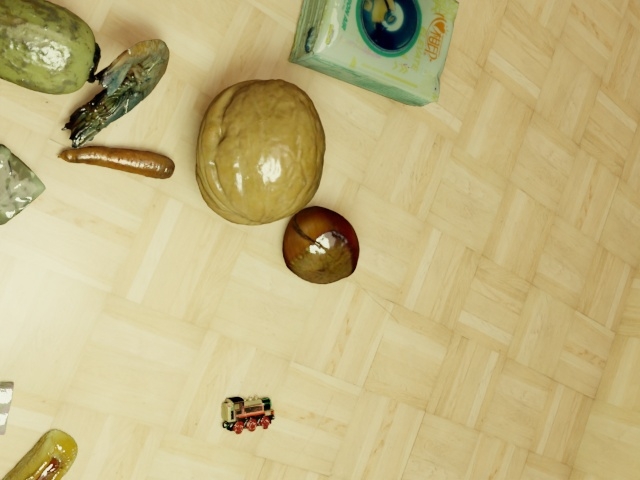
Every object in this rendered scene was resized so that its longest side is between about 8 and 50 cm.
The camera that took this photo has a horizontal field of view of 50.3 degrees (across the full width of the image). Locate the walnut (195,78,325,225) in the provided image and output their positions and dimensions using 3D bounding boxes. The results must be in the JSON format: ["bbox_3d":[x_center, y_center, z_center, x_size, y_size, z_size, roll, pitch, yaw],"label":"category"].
[{"bbox_3d":[-0.130,-0.197,1.494,0.333,0.333,0.332,-3,96,-32],"label":"walnut"}]

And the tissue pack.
[{"bbox_3d":[0.143,-0.530,1.720,0.388,0.162,0.287,13,90,-32],"label":"tissue pack"}]

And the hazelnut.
[{"bbox_3d":[0.000,0.000,1.677,0.208,0.208,0.208,-3,96,-32],"label":"hazelnut"}]

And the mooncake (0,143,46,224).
[{"bbox_3d":[-0.625,-0.106,1.327,0.130,0.073,0.125,-48,113,-21],"label":"mooncake"}]

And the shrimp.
[{"bbox_3d":[-0.409,-0.312,1.387,0.289,0.178,0.075,-40,82,-22],"label":"shrimp"}]

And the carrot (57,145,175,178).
[{"bbox_3d":[-0.430,-0.171,1.457,0.248,0.059,0.059,6,91,-29],"label":"carrot"}]

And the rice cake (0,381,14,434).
[{"bbox_3d":[-0.749,0.329,1.301,0.298,0.050,0.106,6,91,-33],"label":"rice cake"}]

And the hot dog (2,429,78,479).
[{"bbox_3d":[-0.600,0.503,1.397,0.242,0.073,0.084,-47,121,-20],"label":"hot dog"}]

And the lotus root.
[{"bbox_3d":[-0.578,-0.381,1.295,0.310,0.173,0.173,14,87,-24],"label":"lotus root"}]

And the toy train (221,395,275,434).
[{"bbox_3d":[-0.175,0.422,1.667,0.138,0.050,0.086,-1,91,-32],"label":"toy train"}]
